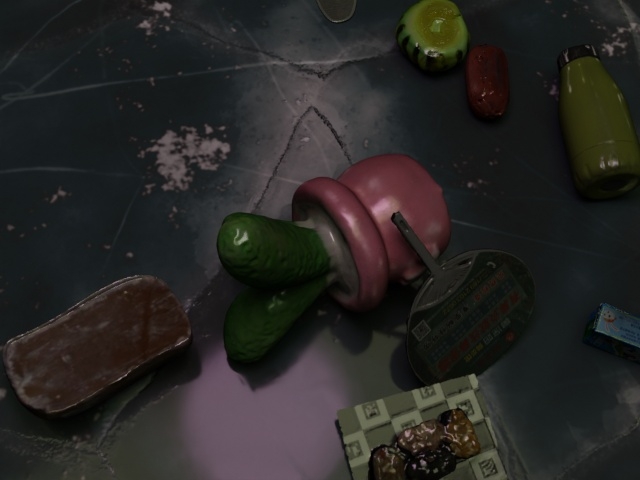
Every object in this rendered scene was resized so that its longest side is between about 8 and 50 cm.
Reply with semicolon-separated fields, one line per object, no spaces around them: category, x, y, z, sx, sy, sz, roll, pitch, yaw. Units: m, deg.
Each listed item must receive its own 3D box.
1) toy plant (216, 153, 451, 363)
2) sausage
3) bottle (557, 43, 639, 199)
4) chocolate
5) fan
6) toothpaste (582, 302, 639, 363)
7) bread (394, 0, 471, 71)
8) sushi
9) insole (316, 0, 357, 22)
toy plant;0.007;0.001;1.206;0.356;0.317;0.211;-21;61;-20
sausage;0.282;-0.267;1.450;0.076;0.076;0.141;-1;66;-3
bottle;0.448;-0.202;1.406;0.112;0.112;0.260;-4;65;-5
chocolate;-0.311;0.162;1.224;0.253;0.080;0.157;-29;55;-16
fan;0.178;0.102;1.212;0.294;0.012;0.223;18;100;-29
toothpaste;0.526;0.168;1.265;0.266;0.065;0.050;21;66;7
bread;0.197;-0.353;1.485;0.130;0.071;0.139;-28;68;-17
sushi;0.149;0.299;1.181;0.215;0.050;0.192;-13;76;-8
insole;0.019;-0.494;1.579;0.080;0.003;0.232;-9;66;-7
